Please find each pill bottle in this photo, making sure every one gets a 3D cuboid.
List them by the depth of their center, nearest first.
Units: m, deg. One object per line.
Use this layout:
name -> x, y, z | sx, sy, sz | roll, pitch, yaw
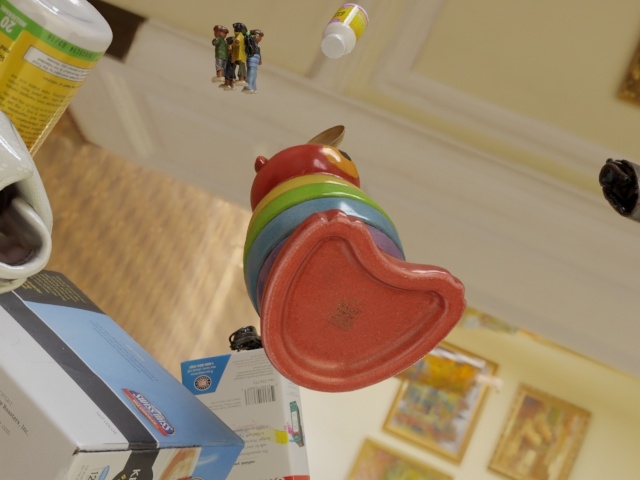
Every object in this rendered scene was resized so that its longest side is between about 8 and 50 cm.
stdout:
pill bottle -> -0.325, -0.142, 1.085 | 0.245, 0.136, 0.136 | -52, 174, 15
pill bottle -> 0.028, -0.257, 1.365 | 0.083, 0.043, 0.043 | -61, 170, -49

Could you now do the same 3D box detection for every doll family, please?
doll family -> -0.136, -0.311, 1.853 | 0.193, 0.076, 0.111 | 31, 60, -88

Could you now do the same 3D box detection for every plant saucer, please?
plant saucer -> 0.004, -0.138, 1.604 | 0.083, 0.015, 0.083 | -30, -160, 12

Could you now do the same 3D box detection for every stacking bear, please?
stacking bear -> 0.000, 0.000, 1.072 | 0.164, 0.175, 0.289 | -52, -154, 18

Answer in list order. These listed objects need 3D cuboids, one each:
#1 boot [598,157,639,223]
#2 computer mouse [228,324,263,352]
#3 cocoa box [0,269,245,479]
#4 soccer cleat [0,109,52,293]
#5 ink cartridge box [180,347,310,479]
boot -> 0.428, -0.040, 1.267 | 0.263, 0.229, 0.091 | -73, -173, -72
computer mouse -> -0.167, 0.281, 1.975 | 0.188, 0.072, 0.272 | 34, 80, -59
cocoa box -> -0.296, 0.195, 1.101 | 0.228, 0.347, 0.231 | 13, 108, -54
soccer cleat -> -0.248, 0.002, 0.765 | 0.116, 0.143, 0.331 | -47, 170, -24
ink cartridge box -> -0.091, 0.258, 1.385 | 0.078, 0.134, 0.231 | 35, 46, -70
